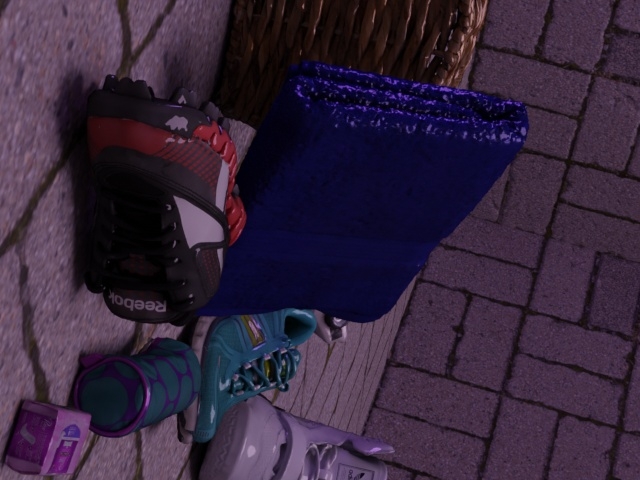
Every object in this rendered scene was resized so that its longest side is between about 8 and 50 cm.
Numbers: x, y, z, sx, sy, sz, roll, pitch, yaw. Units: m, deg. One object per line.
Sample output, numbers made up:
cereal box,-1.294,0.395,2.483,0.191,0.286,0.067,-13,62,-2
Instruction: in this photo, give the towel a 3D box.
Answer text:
towel,0.015,-0.034,1.134,0.308,0.227,0.076,-54,-139,48

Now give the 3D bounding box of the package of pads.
package of pads,-0.194,0.142,0.935,0.083,0.032,0.050,56,49,-78

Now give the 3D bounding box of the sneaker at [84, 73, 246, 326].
sneaker,-0.115,-0.015,0.928,0.276,0.097,0.135,85,20,-70

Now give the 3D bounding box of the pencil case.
pencil case,-0.148,0.118,1.070,0.151,0.064,0.070,-5,72,-80

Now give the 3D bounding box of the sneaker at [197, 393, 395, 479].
sneaker,-0.022,0.277,1.647,0.366,0.210,0.137,61,45,-77

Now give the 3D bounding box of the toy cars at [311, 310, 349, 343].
toy cars,0.000,0.000,1.519,0.087,0.176,0.394,-21,162,-24

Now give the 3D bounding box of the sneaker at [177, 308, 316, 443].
sneaker,-0.077,0.121,1.363,0.275,0.110,0.107,-56,160,-61

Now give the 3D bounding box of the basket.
basket,0.055,-0.239,1.212,0.223,0.213,0.299,-44,149,-71
